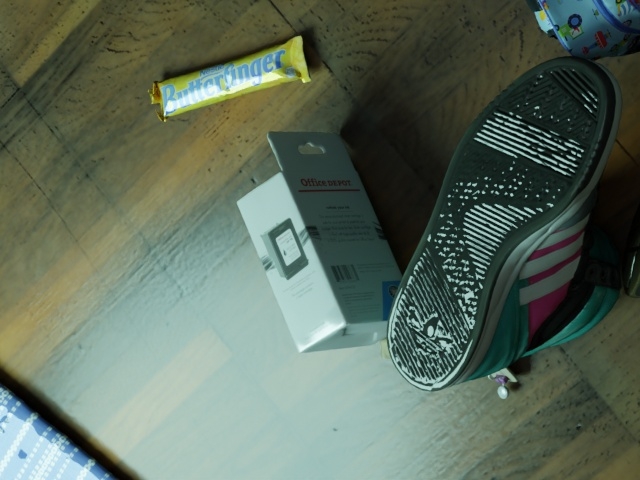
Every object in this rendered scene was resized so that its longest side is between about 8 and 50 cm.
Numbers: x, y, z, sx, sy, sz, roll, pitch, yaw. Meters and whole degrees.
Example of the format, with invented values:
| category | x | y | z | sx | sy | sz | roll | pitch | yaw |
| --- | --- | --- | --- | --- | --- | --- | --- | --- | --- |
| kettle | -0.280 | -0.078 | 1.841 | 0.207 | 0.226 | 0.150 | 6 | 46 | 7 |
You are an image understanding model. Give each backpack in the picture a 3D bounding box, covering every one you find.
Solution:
| category | x | y | z | sx | sy | sz | roll | pitch | yaw |
| --- | --- | --- | --- | --- | --- | --- | --- | --- | --- |
| backpack | 0.214 | -0.218 | 1.504 | 0.117 | 0.173 | 0.158 | -24 | 89 | 27 |

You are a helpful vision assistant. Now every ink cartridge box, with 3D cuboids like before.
| category | x | y | z | sx | sy | sz | roll | pitch | yaw |
| --- | --- | --- | --- | --- | --- | --- | --- | --- | --- |
| ink cartridge box | 0.000 | 0.000 | 1.672 | 0.060 | 0.104 | 0.180 | -34 | 71 | 34 |

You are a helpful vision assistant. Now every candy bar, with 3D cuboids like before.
| category | x | y | z | sx | sy | sz | roll | pitch | yaw |
| --- | --- | --- | --- | --- | --- | --- | --- | --- | --- |
| candy bar | -0.080 | -0.141 | 1.744 | 0.161 | 0.018 | 0.040 | -14 | 94 | 26 |

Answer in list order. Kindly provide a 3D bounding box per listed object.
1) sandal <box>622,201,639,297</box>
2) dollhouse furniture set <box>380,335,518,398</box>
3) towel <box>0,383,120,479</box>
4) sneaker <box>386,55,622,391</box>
| category | x | y | z | sx | sy | sz | roll | pitch | yaw |
| --- | --- | --- | --- | --- | --- | --- | --- | --- | --- |
| sandal | 0.301 | -0.046 | 1.561 | 0.060 | 0.090 | 0.219 | 24 | 104 | -4 |
| dollhouse furniture set | 0.120 | 0.089 | 1.701 | 0.114 | 0.091 | 0.081 | 5 | 145 | 46 |
| towel | -0.291 | 0.286 | 1.922 | 0.336 | 0.040 | 0.243 | 37 | 111 | 12 |
| sneaker | 0.182 | -0.015 | 1.552 | 0.124 | 0.178 | 0.295 | 43 | 120 | 27 |
